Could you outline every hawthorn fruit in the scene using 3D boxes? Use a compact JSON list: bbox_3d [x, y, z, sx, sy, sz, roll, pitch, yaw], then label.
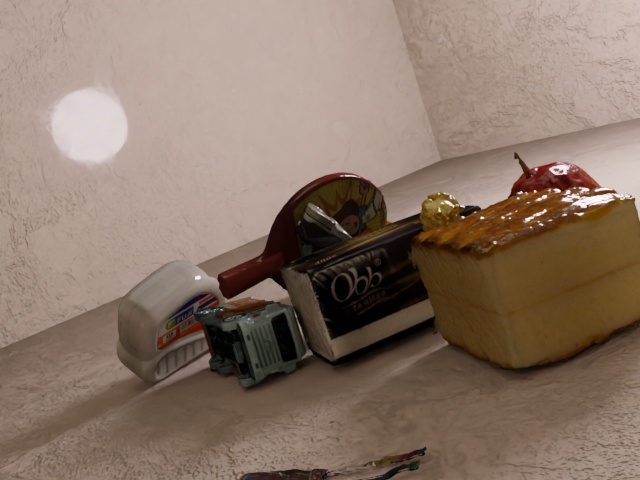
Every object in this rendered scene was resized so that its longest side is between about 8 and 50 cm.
[{"bbox_3d":[0.467,-0.087,1.527,0.207,0.243,0.207,-35,9,6],"label":"hawthorn fruit"}]

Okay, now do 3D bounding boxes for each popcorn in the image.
[{"bbox_3d":[0.214,-0.047,1.295,0.083,0.057,0.082,-12,47,-5],"label":"popcorn"}]

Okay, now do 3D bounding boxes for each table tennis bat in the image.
[{"bbox_3d":[-0.027,0.010,1.538,0.415,0.268,0.051,-26,35,-26],"label":"table tennis bat"}]

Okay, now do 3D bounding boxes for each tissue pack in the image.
[{"bbox_3d":[0.138,0.075,1.399,0.370,0.198,0.210,-21,4,-17],"label":"tissue pack"}]

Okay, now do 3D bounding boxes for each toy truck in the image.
[{"bbox_3d":[-0.137,0.188,1.483,0.162,0.136,0.305,-19,7,-23],"label":"toy truck"}]

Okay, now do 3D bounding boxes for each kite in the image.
[{"bbox_3d":[-0.002,0.303,0.890,0.286,0.015,0.152,-18,11,18],"label":"kite"}]

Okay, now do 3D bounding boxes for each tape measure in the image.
[{"bbox_3d":[-0.327,0.173,1.645,0.130,0.265,0.258,30,41,29],"label":"tape measure"}]

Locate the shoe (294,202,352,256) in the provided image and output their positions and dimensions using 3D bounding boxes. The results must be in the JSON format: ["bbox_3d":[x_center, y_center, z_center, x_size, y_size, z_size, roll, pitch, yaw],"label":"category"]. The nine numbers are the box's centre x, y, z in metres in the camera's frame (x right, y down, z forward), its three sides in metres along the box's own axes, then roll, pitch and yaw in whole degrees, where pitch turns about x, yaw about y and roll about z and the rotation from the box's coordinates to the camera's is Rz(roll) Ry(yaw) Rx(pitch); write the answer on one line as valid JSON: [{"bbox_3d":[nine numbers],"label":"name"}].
[{"bbox_3d":[0.000,0.000,1.483,0.099,0.169,0.071,-48,47,2],"label":"shoe"}]

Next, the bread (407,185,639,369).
[{"bbox_3d":[0.324,0.049,1.149,0.279,0.207,0.279,-20,8,-16],"label":"bread"}]

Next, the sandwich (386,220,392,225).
[{"bbox_3d":[0.101,0.018,1.965,0.301,0.162,0.250,-26,15,-28],"label":"sandwich"}]
